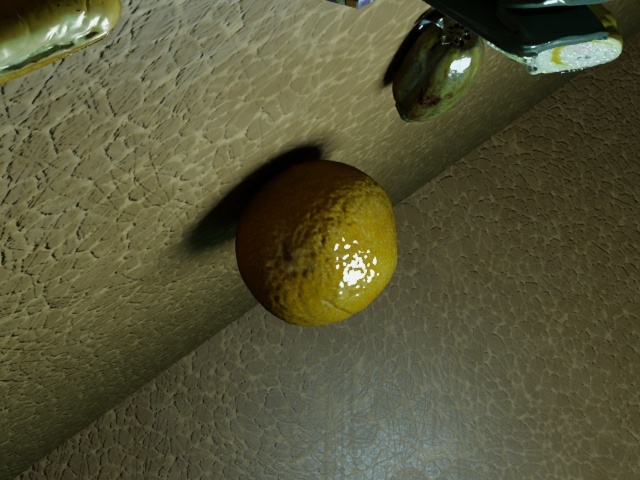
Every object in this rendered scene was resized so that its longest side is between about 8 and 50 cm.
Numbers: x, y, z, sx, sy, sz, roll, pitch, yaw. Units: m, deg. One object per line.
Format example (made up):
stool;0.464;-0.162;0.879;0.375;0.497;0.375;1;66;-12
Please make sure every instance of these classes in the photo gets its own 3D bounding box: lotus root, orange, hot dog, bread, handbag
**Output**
lotus root;0.204;-0.298;1.335;0.123;0.124;0.241;-22;166;-22
orange;0.000;0.000;1.482;0.322;0.322;0.357;-41;179;20
hot dog;-0.244;-0.142;0.527;0.249;0.076;0.102;-32;-153;-21
bread;0.442;-0.422;1.477;0.261;0.156;0.158;-4;164;20
handbag;0.201;-0.304;0.892;0.247;0.260;0.079;-22;137;-47

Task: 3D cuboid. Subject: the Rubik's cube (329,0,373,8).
Rubik's cube;0.033;-0.293;0.773;0.093;0.111;0.111;-10;-174;30
